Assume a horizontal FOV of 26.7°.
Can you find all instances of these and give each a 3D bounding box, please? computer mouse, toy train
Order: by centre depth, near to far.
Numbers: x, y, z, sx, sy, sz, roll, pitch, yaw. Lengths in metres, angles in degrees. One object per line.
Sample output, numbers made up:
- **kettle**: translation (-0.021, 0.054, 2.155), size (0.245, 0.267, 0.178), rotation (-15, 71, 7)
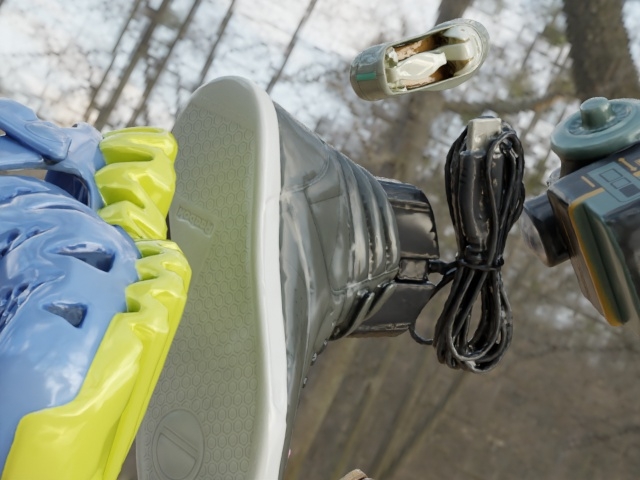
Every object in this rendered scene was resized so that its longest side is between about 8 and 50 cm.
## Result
- **toy train**: translation (0.305, -0.050, 0.925), size (0.190, 0.334, 0.142), rotation (-114, -178, -67)
- **computer mouse**: translation (0.000, 0.000, 0.929), size (0.272, 0.188, 0.072), rotation (6, 18, 9)

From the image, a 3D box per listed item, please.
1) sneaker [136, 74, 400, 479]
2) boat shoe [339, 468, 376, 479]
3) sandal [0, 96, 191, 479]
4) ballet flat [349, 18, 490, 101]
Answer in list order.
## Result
- **sneaker**: translation (-0.018, 0.063, 0.784), size (0.105, 0.295, 0.147), rotation (-8, -18, 39)
- **boat shoe**: translation (-0.005, 0.254, 0.949), size (0.073, 0.207, 0.073), rotation (25, -33, 24)
- **sandal**: translation (-0.136, 0.016, 0.582), size (0.138, 0.126, 0.317), rotation (20, 13, -16)
- **ballet flat**: translation (0.126, -0.194, 1.456), size (0.213, 0.072, 0.068), rotation (-22, 12, -36)
